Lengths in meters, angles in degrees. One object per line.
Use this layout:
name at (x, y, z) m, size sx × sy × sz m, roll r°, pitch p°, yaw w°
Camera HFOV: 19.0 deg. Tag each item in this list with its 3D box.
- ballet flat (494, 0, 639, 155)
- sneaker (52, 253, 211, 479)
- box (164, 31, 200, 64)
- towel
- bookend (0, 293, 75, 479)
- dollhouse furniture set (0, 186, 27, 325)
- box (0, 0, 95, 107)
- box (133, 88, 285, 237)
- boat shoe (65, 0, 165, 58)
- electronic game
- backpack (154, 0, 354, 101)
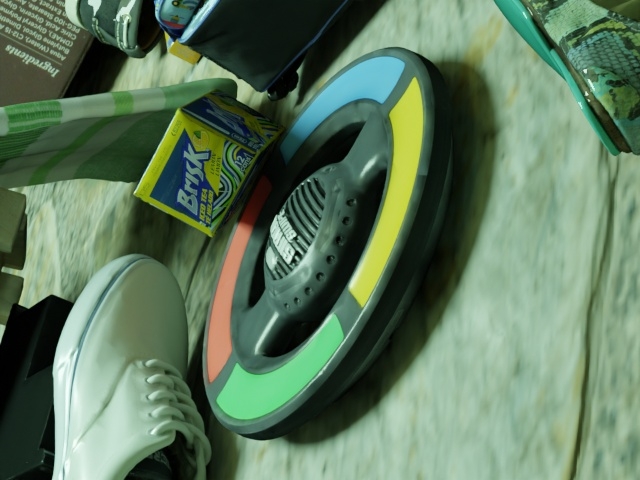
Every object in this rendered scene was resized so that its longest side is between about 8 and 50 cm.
ballet flat at (0.128, -0.095, 0.864) m, size 0.070 × 0.070 × 0.188 m, roll -57°, pitch 26°, yaw 19°
sneaker at (-0.103, 0.120, 1.118) m, size 0.091 × 0.094 × 0.258 m, roll -19°, pitch 52°, yaw 36°
box at (-0.075, -0.207, 1.437) m, size 0.136 × 0.028 × 0.081 m, roll -57°, pitch 24°, yaw 23°
towel at (-0.244, -0.048, 1.282) m, size 0.248 × 0.325 × 0.038 m, roll 156°, pitch 103°, yaw -66°
bookend at (-0.164, 0.104, 1.261) m, size 0.156 × 0.072 × 0.157 m, roll -30°, pitch 41°, yaw 53°
dollhouse furniture set at (-0.328, 0.122, 1.317) m, size 0.355 × 0.174 × 0.303 m, roll 122°, pitch 163°, yaw -73°
box at (-0.216, -0.279, 1.637) m, size 0.381 × 0.143 × 0.191 m, roll -62°, pitch 11°, yaw 11°
box at (-0.064, -0.049, 1.147) m, size 0.059 × 0.054 × 0.169 m, roll -61°, pitch 1°, yaw 9°
boat shoe at (-0.108, -0.253, 1.520) m, size 0.079 × 0.084 × 0.233 m, roll 34°, pitch 93°, yaw 32°
electronic game at (0.000, 0.000, 1.043) m, size 0.229 × 0.048 × 0.229 m, roll -47°, pitch 29°, yaw 37°
backpack at (-0.025, -0.204, 1.218) m, size 0.158 × 0.117 × 0.173 m, roll -44°, pitch 28°, yaw 38°
